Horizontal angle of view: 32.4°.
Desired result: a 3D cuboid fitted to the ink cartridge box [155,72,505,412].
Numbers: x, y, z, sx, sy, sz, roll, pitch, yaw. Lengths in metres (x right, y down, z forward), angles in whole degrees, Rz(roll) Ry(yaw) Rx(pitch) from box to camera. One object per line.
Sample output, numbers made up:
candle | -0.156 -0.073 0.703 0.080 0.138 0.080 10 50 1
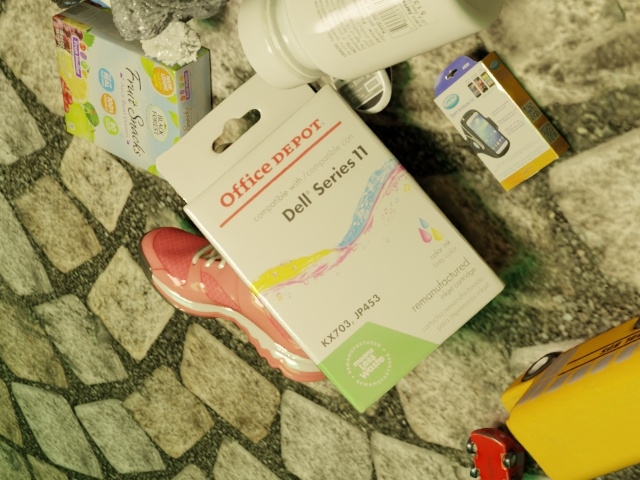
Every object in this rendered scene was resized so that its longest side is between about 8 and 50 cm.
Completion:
ink cartridge box | -0.001 -0.018 1.175 0.353 0.207 0.119 48 179 1

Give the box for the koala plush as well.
koala plush | -0.156 -0.287 1.159 0.221 0.203 0.196 -33 72 66

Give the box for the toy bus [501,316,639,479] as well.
toy bus | 0.304 0.155 1.101 0.108 0.130 0.332 50 141 -1

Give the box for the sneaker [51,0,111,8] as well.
sneaker | -0.287 -0.309 1.340 0.152 0.058 0.085 42 135 15

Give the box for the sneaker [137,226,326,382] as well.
sneaker | -0.092 0.048 1.431 0.313 0.116 0.136 31 128 12

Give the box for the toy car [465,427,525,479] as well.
toy car | 0.218 0.338 1.396 0.225 0.053 0.239 -26 101 51

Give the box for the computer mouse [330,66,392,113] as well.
computer mouse | 0.018 -0.220 1.141 0.106 0.042 0.193 -28 94 46

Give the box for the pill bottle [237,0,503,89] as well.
pill bottle | 0.040 -0.222 1.015 0.229 0.131 0.131 -16 110 37

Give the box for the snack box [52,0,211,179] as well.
snack box | -0.235 -0.186 1.384 0.207 0.070 0.175 25 135 25

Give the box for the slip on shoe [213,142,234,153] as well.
slip on shoe | 0.000 0.000 1.296 0.331 0.123 0.101 46 114 8

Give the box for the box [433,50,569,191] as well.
box | 0.172 -0.122 1.084 0.136 0.028 0.081 53 141 0
